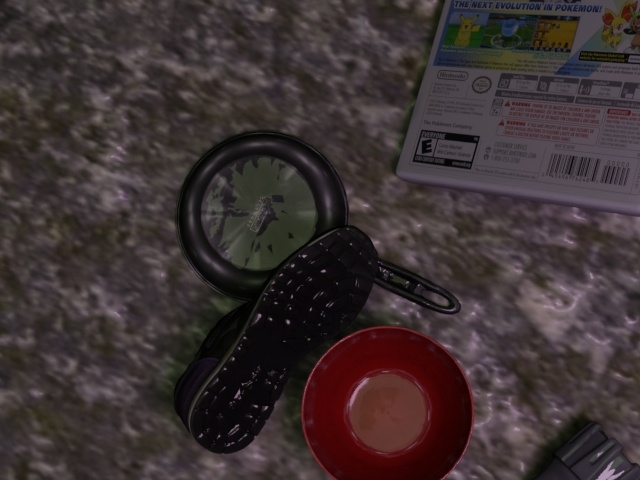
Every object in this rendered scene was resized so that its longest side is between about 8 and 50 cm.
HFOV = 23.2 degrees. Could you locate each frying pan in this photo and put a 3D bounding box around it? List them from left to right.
[{"bbox_3d":[-0.023,0.018,1.732,0.197,0.053,0.326,-42,80,-2],"label":"frying pan"}]

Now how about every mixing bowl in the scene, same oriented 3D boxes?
[{"bbox_3d":[0.073,0.184,1.678,0.181,0.098,0.181,0,84,3],"label":"mixing bowl"}]

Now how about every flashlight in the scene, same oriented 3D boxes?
[{"bbox_3d":[0.210,0.325,1.652,0.304,0.103,0.103,-40,82,-2],"label":"flashlight"}]

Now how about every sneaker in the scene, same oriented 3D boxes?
[{"bbox_3d":[-0.062,0.086,1.681,0.283,0.124,0.107,-49,118,-3],"label":"sneaker"}]

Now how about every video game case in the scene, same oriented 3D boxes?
[{"bbox_3d":[0.248,-0.188,1.649,0.329,0.036,0.300,11,82,44],"label":"video game case"}]
